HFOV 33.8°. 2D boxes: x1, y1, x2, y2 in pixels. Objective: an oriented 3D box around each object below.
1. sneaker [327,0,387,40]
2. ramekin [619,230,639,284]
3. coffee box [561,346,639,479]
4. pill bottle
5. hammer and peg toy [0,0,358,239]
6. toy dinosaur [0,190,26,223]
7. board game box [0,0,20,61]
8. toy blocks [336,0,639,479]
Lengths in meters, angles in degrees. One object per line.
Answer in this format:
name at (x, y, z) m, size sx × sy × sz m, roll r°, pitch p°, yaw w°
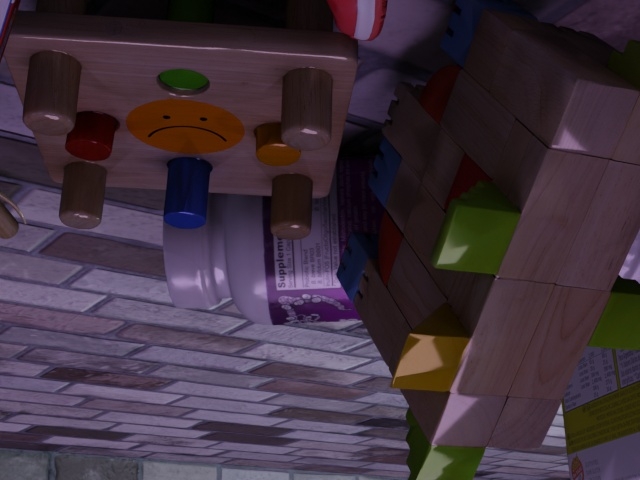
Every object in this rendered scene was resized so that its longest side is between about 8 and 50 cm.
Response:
sneaker at (-0.018, -0.214, 0.656) m, size 0.128 × 0.087 × 0.221 m, roll 5°, pitch 147°, yaw 6°
ramekin at (0.224, -0.036, 0.956) m, size 0.109 × 0.207 × 0.207 m, roll 12°, pitch 156°, yaw -11°
coffee box at (0.453, 0.067, 1.052) m, size 0.337 × 0.334 × 0.338 m, roll 1°, pitch 161°, yaw -10°
pill bottle at (0.000, 0.000, 1.064) m, size 0.301 × 0.169 × 0.169 m, roll -3°, pitch 159°, yaw 3°
hammer and peg toy at (-0.161, -0.101, 0.848) m, size 0.361 × 0.127 × 0.266 m, roll 3°, pitch 159°, yaw -3°
toy dinosaur at (-0.367, -0.068, 1.042) m, size 0.183 × 0.053 × 0.092 m, roll 17°, pitch 168°, yaw -25°
board game box at (-0.281, -0.171, 0.568) m, size 0.242 × 0.064 × 0.316 m, roll 21°, pitch 139°, yaw -18°
toy blocks at (0.125, -0.034, 0.826) m, size 0.190 × 0.261 × 0.381 m, roll 7°, pitch 117°, yaw -22°
